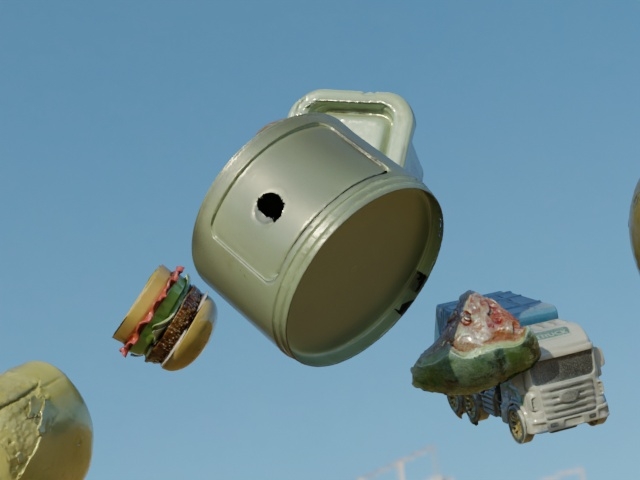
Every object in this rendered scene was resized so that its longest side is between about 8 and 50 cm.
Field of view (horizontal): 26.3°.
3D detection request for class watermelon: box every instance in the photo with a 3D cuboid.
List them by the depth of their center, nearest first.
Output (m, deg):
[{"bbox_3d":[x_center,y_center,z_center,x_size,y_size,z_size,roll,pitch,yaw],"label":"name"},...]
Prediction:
[{"bbox_3d":[0.198,0.131,1.856,0.187,0.139,0.071,-16,-30,16],"label":"watermelon"}]

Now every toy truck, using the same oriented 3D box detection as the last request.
[{"bbox_3d":[0.283,0.183,2.028,0.146,0.175,0.367,-13,9,-17],"label":"toy truck"}]

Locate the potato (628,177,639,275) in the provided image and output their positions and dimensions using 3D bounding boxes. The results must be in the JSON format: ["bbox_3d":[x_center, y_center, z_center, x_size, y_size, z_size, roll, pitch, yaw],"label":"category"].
[{"bbox_3d":[0.472,-0.014,1.700,0.160,0.178,0.235,-7,-48,-25],"label":"potato"}]

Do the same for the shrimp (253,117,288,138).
[{"bbox_3d":[0.031,-0.094,2.116,0.085,0.247,0.360,-48,-25,24],"label":"shrimp"}]

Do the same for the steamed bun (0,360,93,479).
[{"bbox_3d":[-0.441,0.331,1.997,0.166,0.232,0.273,21,-67,11],"label":"steamed bun"}]

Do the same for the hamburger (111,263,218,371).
[{"bbox_3d":[-0.236,0.129,2.172,0.137,0.175,0.175,32,-34,-6],"label":"hamburger"}]

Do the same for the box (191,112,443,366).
[{"bbox_3d":[0.000,0.000,1.422,0.226,0.149,0.226,-31,-38,-28],"label":"box"}]

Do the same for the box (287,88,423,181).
[{"bbox_3d":[0.041,-0.027,1.850,0.175,0.311,0.182,5,-21,20],"label":"box"}]
